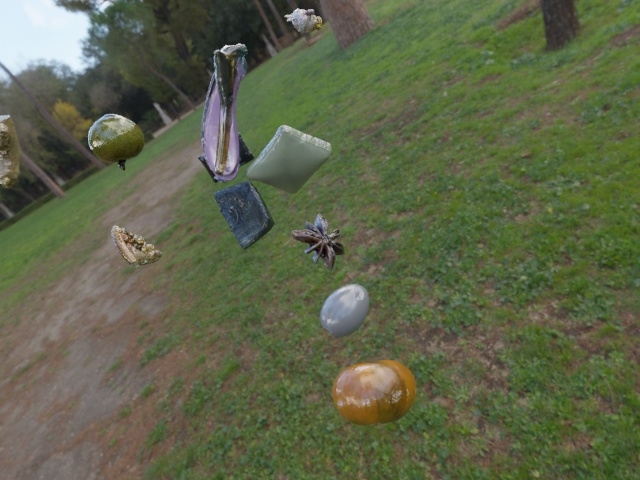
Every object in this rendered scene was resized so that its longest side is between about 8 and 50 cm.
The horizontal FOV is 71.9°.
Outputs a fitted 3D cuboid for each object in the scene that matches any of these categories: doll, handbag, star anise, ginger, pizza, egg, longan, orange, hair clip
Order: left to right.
[{"bbox_3d":[-0.971,-0.277,1.370,0.074,0.213,0.137,-6,24,-12],"label":"ginger"},{"bbox_3d":[-0.634,-0.305,1.381,0.155,0.176,0.145,-3,28,9],"label":"longan"},{"bbox_3d":[-0.592,0.029,1.462,0.052,0.195,0.185,-42,64,7],"label":"pizza"},{"bbox_3d":[-0.260,-0.329,1.162,0.110,0.358,0.095,5,28,-10],"label":"hair clip"},{"bbox_3d":[-0.299,-0.112,1.749,0.175,0.270,0.088,-29,-12,1],"label":"handbag"},{"bbox_3d":[-0.052,-0.731,1.456,0.127,0.073,0.084,-8,-12,-37],"label":"doll"},{"bbox_3d":[0.000,0.000,1.758,0.093,0.237,0.229,-36,48,57],"label":"star anise"},{"bbox_3d":[0.104,0.281,1.801,0.232,0.176,0.176,-47,26,-5],"label":"egg"},{"bbox_3d":[0.152,0.432,1.251,0.240,0.240,0.171,-20,70,29],"label":"orange"}]

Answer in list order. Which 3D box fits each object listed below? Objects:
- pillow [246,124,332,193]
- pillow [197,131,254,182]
[{"bbox_3d":[-0.131,-0.324,1.823,0.322,0.256,0.119,-40,45,44],"label":"pillow"},{"bbox_3d":[-0.401,-0.352,1.894,0.208,0.141,0.055,-31,31,-1],"label":"pillow"}]
